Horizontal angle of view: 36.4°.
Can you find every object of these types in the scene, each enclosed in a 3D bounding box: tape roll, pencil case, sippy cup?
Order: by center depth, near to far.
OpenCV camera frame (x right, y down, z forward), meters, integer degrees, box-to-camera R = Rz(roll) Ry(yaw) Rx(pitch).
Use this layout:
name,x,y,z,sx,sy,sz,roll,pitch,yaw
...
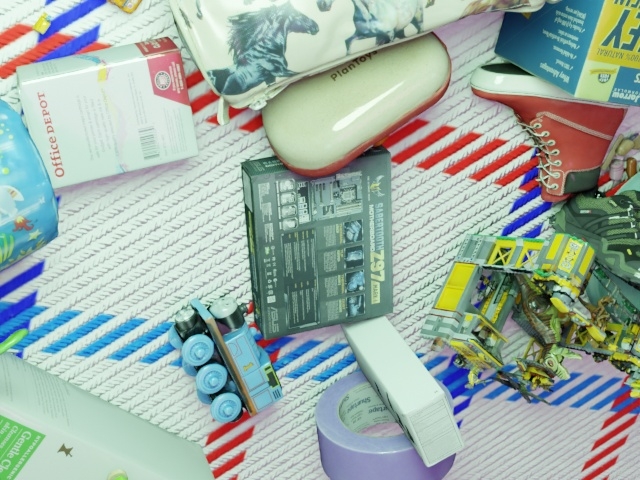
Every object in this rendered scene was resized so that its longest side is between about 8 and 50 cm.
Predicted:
name,x,y,z,sx,sy,sz,roll,pitch,yaw
sippy cup,-0.398,-0.037,0.986,0.224,0.240,0.305,-24,129,-24
pencil case,0.050,-0.269,1.029,0.410,0.160,0.183,-18,107,2
tape roll,0.089,0.258,1.325,0.189,0.189,0.080,-15,119,-14

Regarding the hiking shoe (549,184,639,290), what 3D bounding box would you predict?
name,x,y,z,sx,sy,sz,roll,pitch,yaw
hiking shoe,0.410,-0.011,1.297,0.086,0.227,0.114,25,102,-44

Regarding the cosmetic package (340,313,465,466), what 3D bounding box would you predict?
name,x,y,z,sx,sy,sz,roll,pitch,yaw
cosmetic package,0.099,0.178,1.261,0.060,0.239,0.099,-26,120,-7

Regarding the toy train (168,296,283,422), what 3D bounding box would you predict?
name,x,y,z,sx,sy,sz,roll,pitch,yaw
toy train,-0.123,0.153,1.263,0.105,0.080,0.184,-30,119,-16

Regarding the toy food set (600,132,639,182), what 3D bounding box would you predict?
name,x,y,z,sx,sy,sz,roll,pitch,yaw
toy food set,0.445,-0.113,1.385,0.122,0.019,0.078,16,108,-35

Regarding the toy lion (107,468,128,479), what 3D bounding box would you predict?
name,x,y,z,sx,sy,sz,roll,pitch,yaw
toy lion,-0.255,0.330,1.145,0.100,0.034,0.096,-29,126,-10

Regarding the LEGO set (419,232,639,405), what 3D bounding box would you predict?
name,x,y,z,sx,sy,sz,roll,pitch,yaw
LEGO set,0.296,0.140,1.307,0.331,0.255,0.192,44,67,-42

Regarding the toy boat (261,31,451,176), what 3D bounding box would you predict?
name,x,y,z,sx,sy,sz,roll,pitch,yaw
toy boat,0.045,-0.160,1.156,0.231,0.151,0.151,-34,150,-3

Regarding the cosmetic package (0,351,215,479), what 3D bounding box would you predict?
name,x,y,z,sx,sy,sz,roll,pitch,yaw
cosmetic package,-0.324,0.296,1.207,0.365,0.155,0.197,33,96,-29

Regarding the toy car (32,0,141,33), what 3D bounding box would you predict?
name,x,y,z,sx,sy,sz,roll,pitch,yaw
toy car,-0.245,-0.244,1.044,0.122,0.040,0.060,-39,122,0

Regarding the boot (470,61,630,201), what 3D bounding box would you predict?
name,x,y,z,sx,sy,sz,roll,pitch,yaw
boot,0.286,-0.136,1.275,0.244,0.088,0.176,5,114,-27

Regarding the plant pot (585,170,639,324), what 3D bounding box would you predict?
name,x,y,z,sx,sy,sz,roll,pitch,yaw
plant pot,0.556,0.044,1.387,0.293,0.196,0.293,-11,121,-19

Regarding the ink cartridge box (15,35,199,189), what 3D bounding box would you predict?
name,x,y,z,sx,sy,sz,roll,pitch,yaw
ink cartridge box,-0.235,-0.143,1.077,0.175,0.072,0.127,-14,119,-14

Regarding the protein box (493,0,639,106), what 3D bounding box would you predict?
name,x,y,z,sx,sy,sz,roll,pitch,yaw
protein box,0.333,-0.285,1.151,0.136,0.200,0.201,4,113,-22

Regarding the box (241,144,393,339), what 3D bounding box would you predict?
name,x,y,z,sx,sy,sz,roll,pitch,yaw
box,0.000,0.000,1.243,0.183,0.059,0.232,-11,117,-15
